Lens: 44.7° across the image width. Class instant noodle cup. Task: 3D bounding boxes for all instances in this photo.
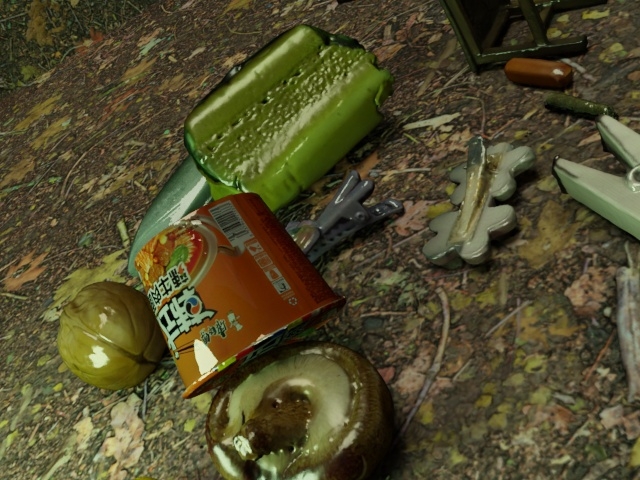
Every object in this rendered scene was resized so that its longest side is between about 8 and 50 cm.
[{"bbox_3d":[-0.116,0.065,1.041,0.250,0.192,0.250,-30,-10,-6],"label":"instant noodle cup"}]

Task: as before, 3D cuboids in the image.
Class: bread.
[{"bbox_3d":[-0.069,-0.214,1.434,0.376,0.251,0.208,-43,-9,-13],"label":"bread"}]

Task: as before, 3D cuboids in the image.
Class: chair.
[{"bbox_3d":[0.275,-0.452,1.447,0.416,0.240,0.203,-5,42,41],"label":"chair"}]

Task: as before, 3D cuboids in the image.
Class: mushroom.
[{"bbox_3d":[-0.017,0.223,0.932,0.231,0.138,0.194,7,36,31],"label":"mushroom"}]

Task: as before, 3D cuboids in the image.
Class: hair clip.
[{"bbox_3d":[-0.005,-0.013,1.245,0.278,0.090,0.137,-35,24,-2],"label":"hair clip"},{"bbox_3d":[0.415,-0.040,0.926,0.101,0.085,0.331,-37,40,-1],"label":"hair clip"},{"bbox_3d":[0.229,-0.063,1.132,0.146,0.075,0.257,-8,47,37],"label":"hair clip"}]

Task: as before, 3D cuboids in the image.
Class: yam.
[{"bbox_3d":[0.403,-0.208,1.200,0.033,0.027,0.129,-45,36,-14],"label":"yam"}]

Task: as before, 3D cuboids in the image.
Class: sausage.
[{"bbox_3d":[0.367,-0.283,1.312,0.039,0.041,0.131,-39,33,-17],"label":"sausage"}]

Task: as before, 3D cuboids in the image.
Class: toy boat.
[{"bbox_3d":[-0.277,-0.059,1.541,0.141,0.092,0.319,15,63,48],"label":"toy boat"}]

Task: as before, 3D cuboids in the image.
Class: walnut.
[{"bbox_3d":[-0.337,0.152,1.254,0.167,0.167,0.207,-47,37,-20],"label":"walnut"}]

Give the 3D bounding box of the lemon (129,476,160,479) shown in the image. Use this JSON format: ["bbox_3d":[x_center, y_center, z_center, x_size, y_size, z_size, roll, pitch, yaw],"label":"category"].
[{"bbox_3d":[-0.220,0.341,0.984,0.082,0.082,0.110,-43,34,-13],"label":"lemon"}]
